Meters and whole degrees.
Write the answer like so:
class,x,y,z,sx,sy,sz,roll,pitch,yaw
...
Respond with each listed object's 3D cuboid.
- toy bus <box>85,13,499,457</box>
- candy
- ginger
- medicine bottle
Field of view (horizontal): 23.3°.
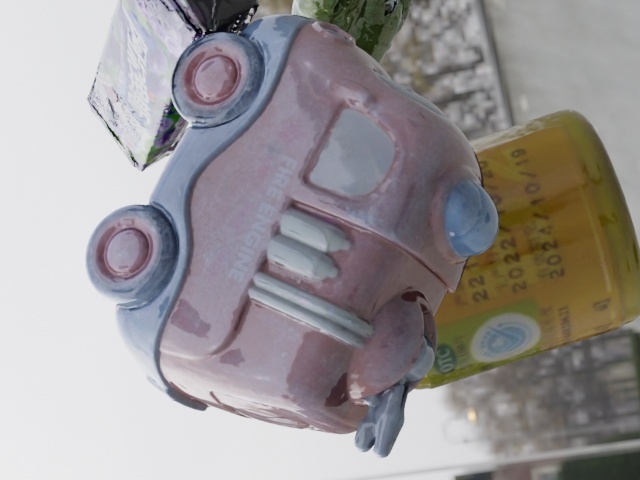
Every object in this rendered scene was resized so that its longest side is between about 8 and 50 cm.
class,x,y,z,sx,sy,sz,roll,pitch,yaw
toy bus,0.000,0.000,1.099,0.294,0.232,0.197,-63,-28,-8
candy,-0.126,-0.146,1.226,0.088,0.061,0.312,56,158,5
ginger,0.032,-0.251,1.568,0.089,0.137,0.290,-121,17,-46
medicine bottle,0.104,0.029,1.516,0.224,0.384,0.224,-17,-90,-90
